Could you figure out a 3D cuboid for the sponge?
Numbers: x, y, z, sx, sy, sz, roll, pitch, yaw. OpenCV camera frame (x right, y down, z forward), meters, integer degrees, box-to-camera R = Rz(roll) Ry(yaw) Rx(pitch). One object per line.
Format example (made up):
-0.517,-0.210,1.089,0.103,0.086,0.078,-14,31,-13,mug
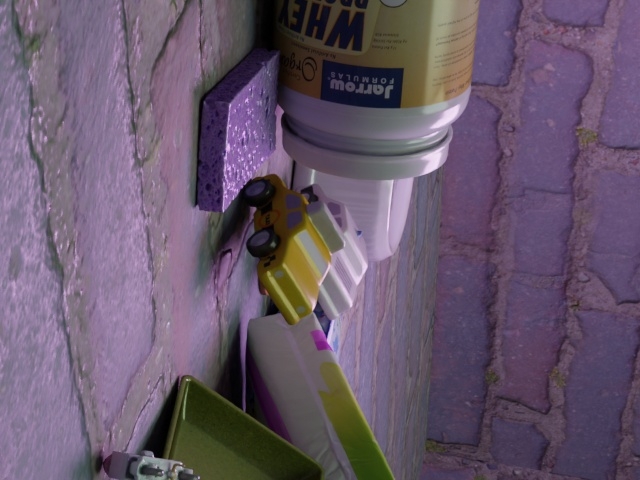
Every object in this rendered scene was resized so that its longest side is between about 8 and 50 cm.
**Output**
-0.082,-0.117,1.628,0.210,0.031,0.117,-60,156,-66,sponge

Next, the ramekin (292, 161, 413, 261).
0.052,-0.093,2.128,0.273,0.127,0.273,9,90,-81,ramekin

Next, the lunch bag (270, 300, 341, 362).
-0.016,0.125,2.027,0.129,0.096,0.151,75,35,-66,lunch bag

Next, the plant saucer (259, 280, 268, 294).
-0.058,0.026,1.939,0.083,0.013,0.083,8,90,-80,plant saucer

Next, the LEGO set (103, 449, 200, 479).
-0.178,0.328,1.387,0.132,0.107,0.287,29,71,-42,LEGO set

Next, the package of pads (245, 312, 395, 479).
-0.010,0.260,1.817,0.296,0.101,0.229,-116,-158,-47,package of pads

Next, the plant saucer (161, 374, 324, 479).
-0.087,0.248,1.563,0.045,0.188,0.188,-44,-160,27,plant saucer

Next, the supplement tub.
0.061,-0.247,1.750,0.228,0.228,0.316,-62,158,-62,supplement tub

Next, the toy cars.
0.000,0.000,1.832,0.394,0.087,0.176,5,64,-78,toy cars
